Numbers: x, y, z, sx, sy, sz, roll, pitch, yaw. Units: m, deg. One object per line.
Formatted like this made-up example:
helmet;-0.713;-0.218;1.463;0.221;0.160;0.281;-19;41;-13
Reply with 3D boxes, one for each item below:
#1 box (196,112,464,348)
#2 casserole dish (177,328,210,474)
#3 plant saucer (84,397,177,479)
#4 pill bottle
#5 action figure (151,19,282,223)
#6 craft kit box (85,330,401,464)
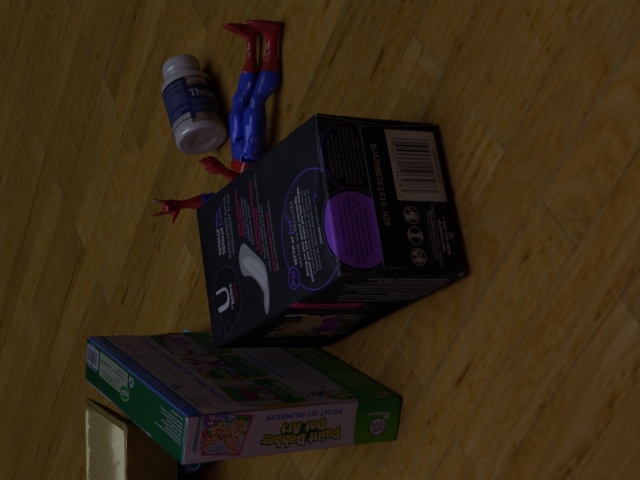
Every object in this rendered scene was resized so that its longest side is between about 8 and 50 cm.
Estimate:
box;0.000;0.000;1.261;0.270;0.143;0.165;-31;62;54
casserole dish;-0.161;0.208;1.619;0.114;0.037;0.188;13;102;57
plant saucer;-0.254;0.391;1.683;0.333;0.081;0.333;178;90;-71
pill bottle;-0.165;-0.175;1.591;0.067;0.067;0.120;-49;51;46
action figure;-0.118;-0.116;1.463;0.091;0.139;0.280;7;99;59
craft kit box;-0.086;0.153;1.306;0.250;0.246;0.061;25;114;56
